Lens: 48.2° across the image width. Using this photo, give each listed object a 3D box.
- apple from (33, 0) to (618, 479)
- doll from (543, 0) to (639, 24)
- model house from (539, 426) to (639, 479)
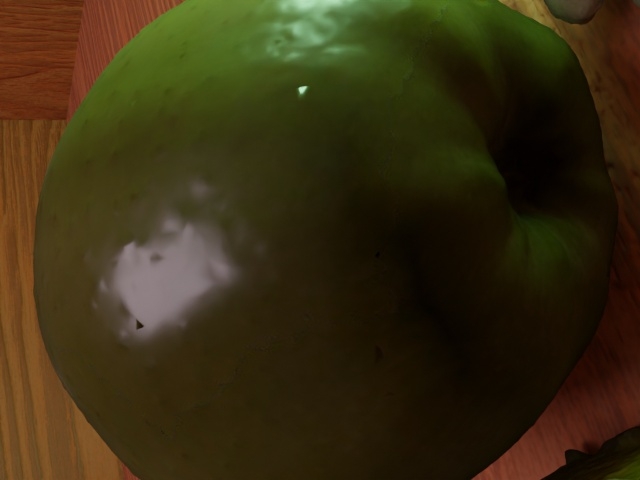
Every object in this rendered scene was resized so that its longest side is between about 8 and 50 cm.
[{"bbox_3d":[0.000,0.000,0.597,0.474,0.474,0.473,17,109,61],"label":"apple"},{"bbox_3d":[0.197,-0.265,0.503,0.175,0.149,0.278,-50,57,11],"label":"doll"},{"bbox_3d":[0.183,0.231,0.483,0.193,0.234,0.174,-44,56,54],"label":"model house"}]
